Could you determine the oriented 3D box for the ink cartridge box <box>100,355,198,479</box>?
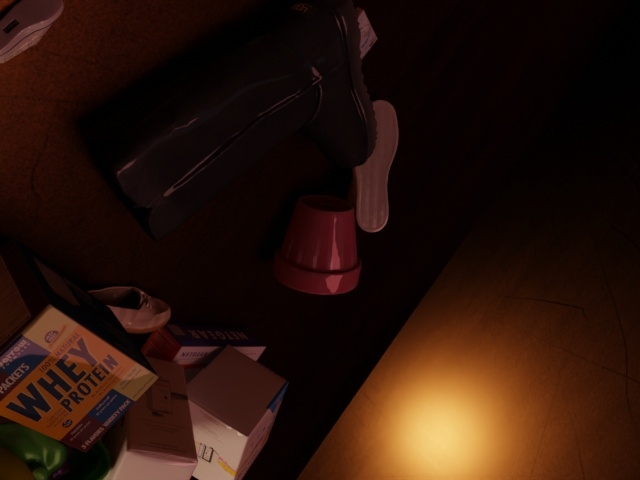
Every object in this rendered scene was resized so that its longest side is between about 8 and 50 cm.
[{"bbox_3d":[-0.319,0.364,0.957,0.117,0.283,0.207,21,101,-24],"label":"ink cartridge box"}]

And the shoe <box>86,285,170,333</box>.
[{"bbox_3d":[-0.339,0.117,0.946,0.058,0.076,0.219,-54,152,15],"label":"shoe"}]

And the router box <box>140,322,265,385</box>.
[{"bbox_3d":[-0.315,0.337,1.255,0.301,0.082,0.335,-55,154,6],"label":"router box"}]

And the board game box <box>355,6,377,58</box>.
[{"bbox_3d":[0.062,-0.376,1.033,0.090,0.020,0.090,-52,154,1],"label":"board game box"}]

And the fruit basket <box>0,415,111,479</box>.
[{"bbox_3d":[-0.496,0.347,0.742,0.392,0.283,0.392,-40,166,-12],"label":"fruit basket"}]

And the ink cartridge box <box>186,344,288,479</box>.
[{"bbox_3d":[-0.201,0.388,1.176,0.171,0.168,0.233,-46,160,-52],"label":"ink cartridge box"}]

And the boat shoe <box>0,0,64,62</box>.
[{"bbox_3d":[-0.321,-0.230,0.594,0.100,0.035,0.035,-49,-179,-14],"label":"boat shoe"}]

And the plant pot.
[{"bbox_3d":[0.000,0.000,1.237,0.201,0.201,0.180,-17,121,-49],"label":"plant pot"}]

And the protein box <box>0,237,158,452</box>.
[{"bbox_3d":[-0.364,0.137,0.731,0.136,0.201,0.200,-46,135,-11],"label":"protein box"}]

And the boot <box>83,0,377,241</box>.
[{"bbox_3d":[-0.109,-0.147,0.896,0.445,0.146,0.367,-45,144,-21],"label":"boot"}]

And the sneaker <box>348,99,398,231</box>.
[{"bbox_3d":[0.110,-0.177,1.288,0.169,0.108,0.292,-117,-148,-79],"label":"sneaker"}]
